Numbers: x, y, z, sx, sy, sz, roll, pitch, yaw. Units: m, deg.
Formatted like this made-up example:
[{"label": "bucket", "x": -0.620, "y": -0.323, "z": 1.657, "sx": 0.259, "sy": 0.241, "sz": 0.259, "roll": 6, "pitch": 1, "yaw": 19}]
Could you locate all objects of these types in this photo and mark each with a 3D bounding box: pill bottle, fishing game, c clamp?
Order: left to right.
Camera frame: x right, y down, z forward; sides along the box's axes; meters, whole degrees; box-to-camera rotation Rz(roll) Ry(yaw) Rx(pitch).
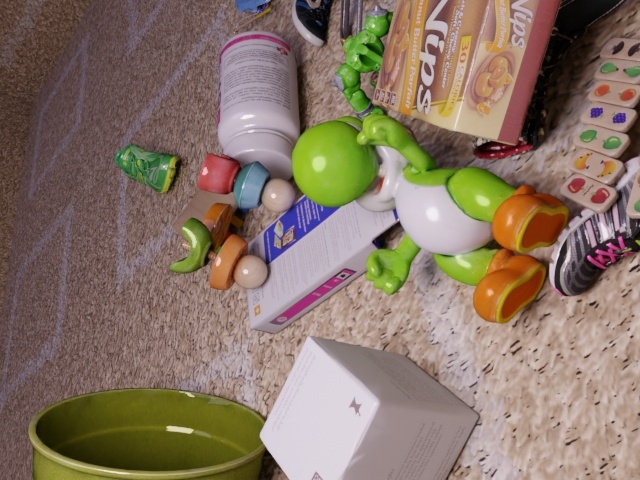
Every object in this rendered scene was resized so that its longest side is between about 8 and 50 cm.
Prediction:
[{"label": "pill bottle", "x": -0.122, "y": -0.256, "z": 1.198, "sx": 0.160, "sy": 0.160, "sz": 0.283, "roll": -30, "pitch": 53, "yaw": 41}, {"label": "fishing game", "x": -0.133, "y": -0.627, "z": 1.477, "sx": 0.189, "sy": 0.041, "sz": 0.264, "roll": -18, "pitch": 56, "yaw": 38}, {"label": "c clamp", "x": 0.066, "y": -0.408, "z": 1.107, "sx": 0.137, "sy": 0.022, "sz": 0.160, "roll": -139, "pitch": 46, "yaw": -66}]

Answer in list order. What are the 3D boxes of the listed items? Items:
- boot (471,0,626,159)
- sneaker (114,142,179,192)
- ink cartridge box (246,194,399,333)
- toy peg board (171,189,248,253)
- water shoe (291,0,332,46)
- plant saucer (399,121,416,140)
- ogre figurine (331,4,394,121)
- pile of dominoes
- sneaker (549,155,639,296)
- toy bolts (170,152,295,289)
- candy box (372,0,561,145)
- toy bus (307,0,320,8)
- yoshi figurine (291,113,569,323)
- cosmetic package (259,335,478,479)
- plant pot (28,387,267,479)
[{"label": "boot", "x": 0.274, "y": -0.208, "z": 0.745, "sx": 0.236, "sy": 0.085, "sz": 0.178, "roll": -18, "pitch": 62, "yaw": 60}, {"label": "sneaker", "x": -0.478, "y": -0.197, "z": 1.645, "sx": 0.296, "sy": 0.124, "sz": 0.109, "roll": 12, "pitch": 83, "yaw": 52}, {"label": "ink cartridge box", "x": 0.000, "y": 0.000, "z": 1.016, "sx": 0.371, "sy": 0.069, "sz": 0.175, "roll": -40, "pitch": 46, "yaw": 37}, {"label": "toy peg board", "x": -0.221, "y": -0.049, "z": 1.318, "sx": 0.160, "sy": 0.079, "sz": 0.161, "roll": -53, "pitch": 39, "yaw": -3}, {"label": "water shoe", "x": -0.012, "y": -0.484, "z": 1.234, "sx": 0.080, "sy": 0.073, "sz": 0.203, "roll": -34, "pitch": 51, "yaw": 36}, {"label": "plant saucer", "x": 0.110, "y": -0.156, "z": 0.933, "sx": 0.013, "sy": 0.084, "sz": 0.083, "roll": -53, "pitch": 38, "yaw": 45}, {"label": "ogre figurine", "x": 0.095, "y": -0.292, "z": 0.980, "sx": 0.197, "sy": 0.118, "sz": 0.096, "roll": -46, "pitch": 44, "yaw": 28}, {"label": "pile of dominoes", "x": 0.350, "y": -0.136, "z": 0.609, "sx": 0.196, "sy": 0.040, "sz": 0.251, "roll": 4, "pitch": 63, "yaw": 47}, {"label": "sneaker", "x": 0.310, "y": -0.005, "z": 0.634, "sx": 0.170, "sy": 0.063, "sz": 0.075, "roll": -55, "pitch": 34, "yaw": 12}, {"label": "toy bolts", "x": -0.136, "y": -0.035, "z": 1.090, "sx": 0.218, "sy": 0.159, "sz": 0.228, "roll": -50, "pitch": -20, "yaw": -74}, {"label": "candy box", "x": 0.169, "y": -0.243, "z": 0.784, "sx": 0.316, "sy": 0.088, "sz": 0.182, "roll": -122, "pitch": 43, "yaw": -69}, {"label": "toy bus", "x": 0.035, "y": -0.565, "z": 1.124, "sx": 0.104, "sy": 0.202, "sz": 0.191, "roll": 21, "pitch": 64, "yaw": 40}, {"label": "yoshi figurine", "x": 0.095, "y": -0.051, "z": 0.751, "sx": 0.203, "sy": 0.203, "sz": 0.362, "roll": -51, "pitch": 52, "yaw": -2}, {"label": "cosmetic package", "x": 0.058, "y": 0.228, "z": 0.747, "sx": 0.151, "sy": 0.184, "sz": 0.151, "roll": 35, "pitch": 102, "yaw": 52}, {"label": "plant pot", "x": -0.280, "y": 0.462, "z": 0.967, "sx": 0.366, "sy": 0.367, "sz": 0.352, "roll": 9, "pitch": 93, "yaw": 52}]
